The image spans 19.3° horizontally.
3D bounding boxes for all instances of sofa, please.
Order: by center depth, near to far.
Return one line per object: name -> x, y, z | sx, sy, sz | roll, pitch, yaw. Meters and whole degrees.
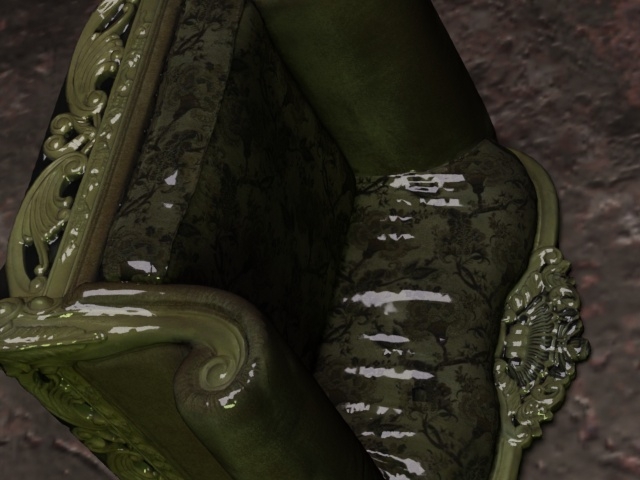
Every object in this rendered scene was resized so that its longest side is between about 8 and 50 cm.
sofa -> 0.000, 0.000, 0.798 | 0.182, 0.200, 0.258 | -2, 56, 26
